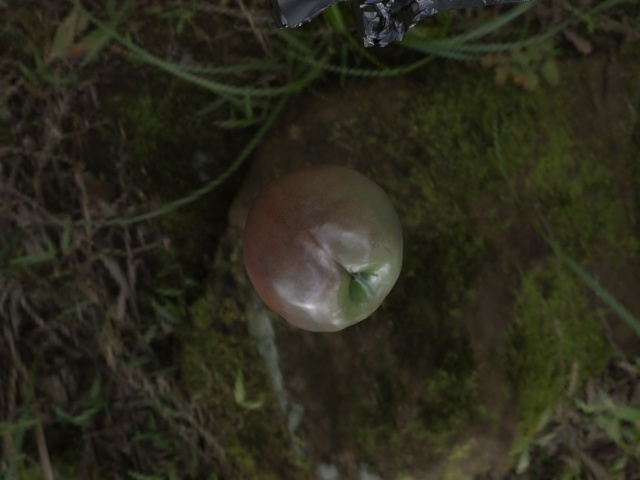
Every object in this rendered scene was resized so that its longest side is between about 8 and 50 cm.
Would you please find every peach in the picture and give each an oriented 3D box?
[{"bbox_3d":[0.000,0.002,0.584,0.083,0.083,0.083,-15,147,-10],"label":"peach"}]

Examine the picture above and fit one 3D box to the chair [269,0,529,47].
[{"bbox_3d":[0.094,-0.148,0.402,0.229,0.106,0.113,-16,108,-14],"label":"chair"}]
